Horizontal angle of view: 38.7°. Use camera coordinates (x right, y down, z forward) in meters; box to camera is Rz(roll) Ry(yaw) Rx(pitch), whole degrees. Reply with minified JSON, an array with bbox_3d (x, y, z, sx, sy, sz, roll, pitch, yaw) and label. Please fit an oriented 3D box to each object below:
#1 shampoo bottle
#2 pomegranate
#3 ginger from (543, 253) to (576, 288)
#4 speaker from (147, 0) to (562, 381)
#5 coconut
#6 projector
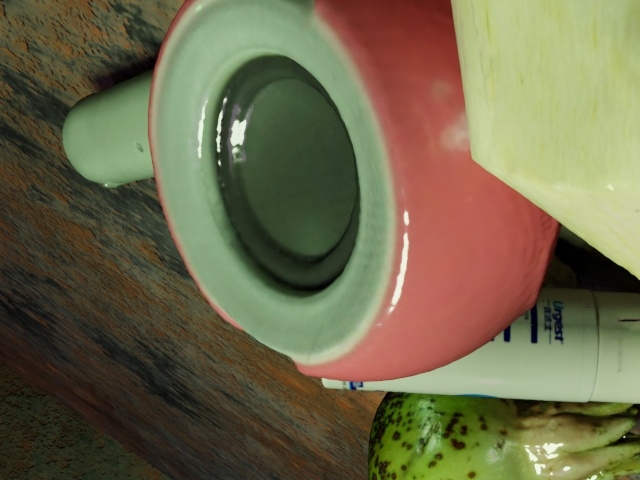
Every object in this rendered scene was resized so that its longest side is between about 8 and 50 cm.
[{"bbox_3d":[0.155,0.080,0.721,0.303,0.092,0.092,2,146,5],"label":"shampoo bottle"},{"bbox_3d":[0.187,0.230,0.923,0.277,0.222,0.203,6,122,22],"label":"pomegranate"},{"bbox_3d":[0.140,0.003,0.765,0.138,0.074,0.213,2,144,22],"label":"ginger"},{"bbox_3d":[0.020,-0.059,0.602,0.294,0.294,0.294,29,152,17],"label":"speaker"},{"bbox_3d":[0.173,-0.086,0.379,0.259,0.259,0.259,29,152,17],"label":"coconut"},{"bbox_3d":[-0.140,-0.118,0.888,0.338,0.108,0.108,-3,132,53],"label":"projector"}]
